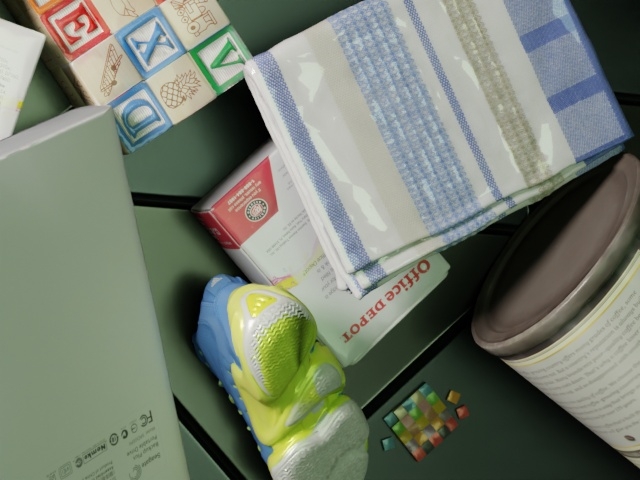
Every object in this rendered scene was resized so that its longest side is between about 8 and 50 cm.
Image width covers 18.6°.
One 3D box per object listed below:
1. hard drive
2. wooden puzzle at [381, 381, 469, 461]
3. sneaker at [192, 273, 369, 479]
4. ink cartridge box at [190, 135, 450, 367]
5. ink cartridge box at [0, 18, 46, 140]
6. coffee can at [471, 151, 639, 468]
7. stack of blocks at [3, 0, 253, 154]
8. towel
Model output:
[{"bbox_3d":[-0.207,0.101,1.466,0.233,0.047,0.353,-31,117,-49],"label":"hard drive"},{"bbox_3d":[0.087,0.155,1.678,0.083,0.006,0.049,-41,102,-13],"label":"wooden puzzle"},{"bbox_3d":[-0.035,0.119,1.603,0.091,0.126,0.240,-30,129,-22],"label":"sneaker"},{"bbox_3d":[0.000,0.000,1.613,0.127,0.072,0.175,-43,103,-13],"label":"ink cartridge box"},{"bbox_3d":[-0.263,-0.115,1.509,0.062,0.104,0.181,20,85,-18],"label":"ink cartridge box"},{"bbox_3d":[0.294,0.088,1.642,0.275,0.201,0.201,39,79,-15],"label":"coffee can"},{"bbox_3d":[-0.173,-0.235,1.546,0.171,0.087,0.297,-35,101,-15],"label":"stack of blocks"},{"bbox_3d":[0.096,-0.106,1.567,0.285,0.034,0.209,-28,96,-18],"label":"towel"}]
